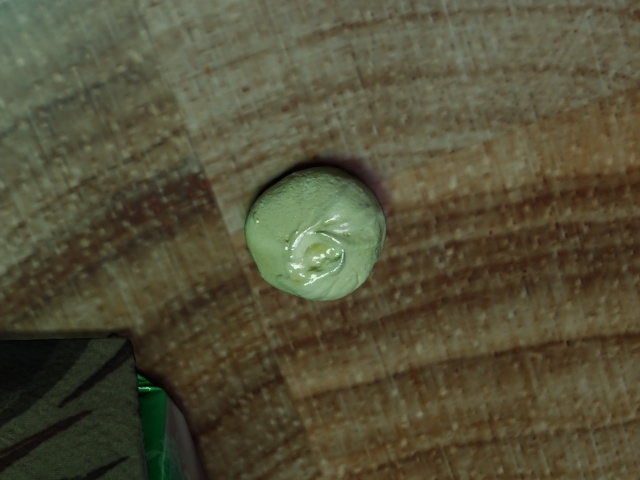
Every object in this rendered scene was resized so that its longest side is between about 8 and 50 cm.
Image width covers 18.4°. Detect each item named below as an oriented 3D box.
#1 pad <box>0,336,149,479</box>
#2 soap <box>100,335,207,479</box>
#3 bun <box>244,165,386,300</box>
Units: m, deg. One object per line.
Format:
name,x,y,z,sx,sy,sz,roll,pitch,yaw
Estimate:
pad,-0.257,0.129,1.087,0.330,0.220,0.004,-1,130,-12
soap,-0.113,0.223,1.156,0.098,0.273,0.218,-17,122,10
bun,0.000,0.000,1.169,0.086,0.055,0.086,-6,120,-10
